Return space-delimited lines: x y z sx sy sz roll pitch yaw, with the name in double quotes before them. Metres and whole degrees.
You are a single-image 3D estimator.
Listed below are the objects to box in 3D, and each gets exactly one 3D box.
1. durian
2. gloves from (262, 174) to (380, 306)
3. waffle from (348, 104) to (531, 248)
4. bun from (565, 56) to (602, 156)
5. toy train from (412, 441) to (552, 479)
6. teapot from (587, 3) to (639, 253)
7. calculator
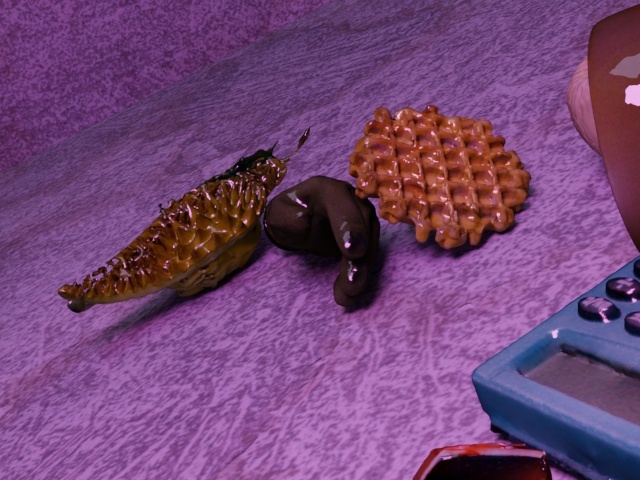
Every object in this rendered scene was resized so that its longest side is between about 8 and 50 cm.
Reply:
"durian" -0.131 -0.010 1.287 0.375 0.132 0.106 -36 66 -30
"gloves" 0.004 -0.013 1.157 0.107 0.135 0.268 -67 19 7
"waffle" 0.120 -0.067 1.120 0.191 0.038 0.191 8 48 -9
"bun" 0.354 -0.159 1.043 0.244 0.153 0.244 -46 8 8
"toy train" 0.039 0.252 0.517 0.086 0.089 0.409 -9 26 28
"teapot" 0.292 -0.081 0.742 0.175 0.186 0.267 -11 -8 29
"calculator" 0.262 0.068 0.741 0.274 0.058 0.248 -32 22 -19
